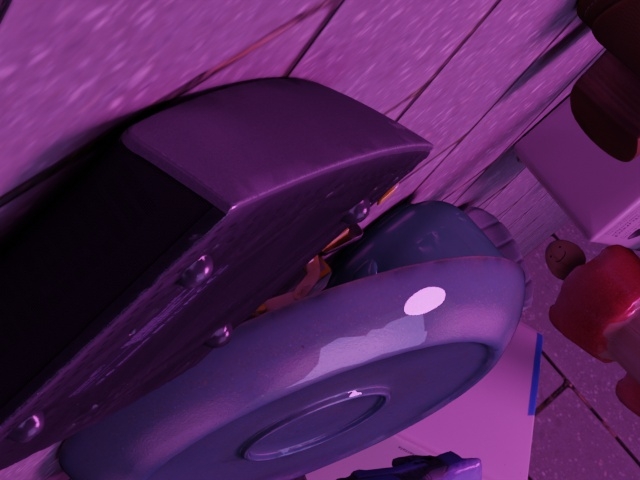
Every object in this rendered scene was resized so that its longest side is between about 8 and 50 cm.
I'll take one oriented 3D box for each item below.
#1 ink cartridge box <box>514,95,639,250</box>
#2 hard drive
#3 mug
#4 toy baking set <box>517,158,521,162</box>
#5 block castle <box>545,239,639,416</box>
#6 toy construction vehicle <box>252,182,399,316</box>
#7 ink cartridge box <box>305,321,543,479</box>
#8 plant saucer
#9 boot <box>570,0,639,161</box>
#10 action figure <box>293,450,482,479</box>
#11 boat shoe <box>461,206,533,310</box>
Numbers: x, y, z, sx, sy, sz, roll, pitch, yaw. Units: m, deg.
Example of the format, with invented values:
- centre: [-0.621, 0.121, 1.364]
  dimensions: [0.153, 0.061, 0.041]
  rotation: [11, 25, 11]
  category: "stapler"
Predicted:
- centre: [0.314, -0.093, 1.769]
  dimensions: [0.197, 0.114, 0.273]
  rotation: [-42, 163, 16]
  category: "ink cartridge box"
- centre: [-0.056, 0.008, 0.744]
  dimensions: [0.172, 0.054, 0.254]
  rotation: [-42, 174, 18]
  category: "hard drive"
- centre: [0.067, 0.029, 1.435]
  dimensions: [0.129, 0.097, 0.158]
  rotation: [-39, 173, -11]
  category: "mug"
- centre: [0.293, -0.144, 1.878]
  dimensions: [0.256, 0.030, 0.197]
  rotation: [-34, 171, -47]
  category: "toy baking set"
- centre: [0.409, -0.027, 1.601]
  dimensions: [0.453, 0.213, 0.303]
  rotation: [-44, 150, 2]
  category: "block castle"
- centre: [0.000, 0.000, 1.110]
  dimensions: [0.098, 0.035, 0.086]
  rotation: [-38, 173, -19]
  category: "toy construction vehicle"
- centre: [0.044, 0.161, 1.632]
  dimensions: [0.233, 0.168, 0.171]
  rotation: [-46, -156, 44]
  category: "ink cartridge box"
- centre: [-0.009, 0.101, 1.258]
  dimensions: [0.317, 0.044, 0.317]
  rotation: [-22, 164, -7]
  category: "plant saucer"
- centre: [0.268, -0.168, 1.237]
  dimensions: [0.220, 0.109, 0.283]
  rotation: [-45, 167, -11]
  category: "boot"
- centre: [-0.050, 0.251, 1.413]
  dimensions: [0.341, 0.178, 0.330]
  rotation: [-12, -166, -18]
  category: "action figure"
- centre: [0.107, 0.035, 1.803]
  dimensions: [0.094, 0.109, 0.302]
  rotation: [-26, 171, 23]
  category: "boat shoe"
